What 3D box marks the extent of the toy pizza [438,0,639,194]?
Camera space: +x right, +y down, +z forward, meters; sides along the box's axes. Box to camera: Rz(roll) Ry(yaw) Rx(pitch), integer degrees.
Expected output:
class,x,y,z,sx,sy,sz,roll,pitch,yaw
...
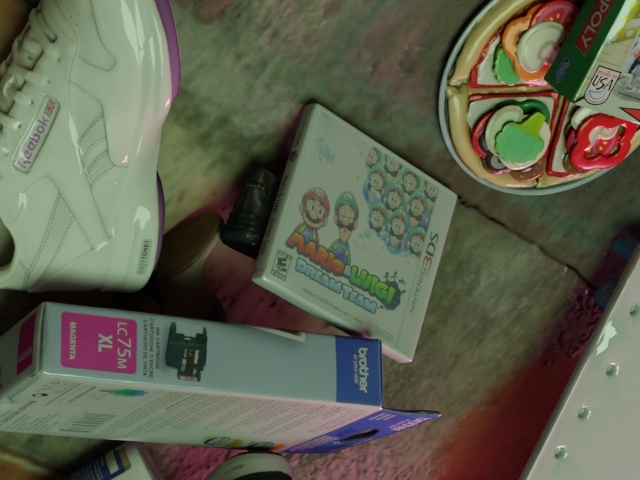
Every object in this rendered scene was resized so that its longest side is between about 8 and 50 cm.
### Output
class,x,y,z,sx,sy,sz,roll,pitch,yaw
toy pizza,0.187,-0.117,1.339,0.201,0.032,0.201,-10,126,-15

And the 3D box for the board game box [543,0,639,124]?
class,x,y,z,sx,sy,sz,roll,pitch,yaw
board game box,0.344,-0.169,1.333,0.317,0.046,0.213,12,114,-33

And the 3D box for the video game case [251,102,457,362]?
class,x,y,z,sx,sy,sz,roll,pitch,yaw
video game case,0.029,-0.004,1.309,0.157,0.019,0.143,30,67,-34

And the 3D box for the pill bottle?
class,x,y,z,sx,sy,sz,roll,pitch,yaw
pill bottle,-0.183,0.215,1.400,0.120,0.067,0.067,-30,128,0

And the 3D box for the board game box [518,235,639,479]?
class,x,y,z,sx,sy,sz,roll,pitch,yaw
board game box,0.326,0.223,1.557,0.390,0.050,0.390,21,98,-32

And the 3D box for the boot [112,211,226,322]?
class,x,y,z,sx,sy,sz,roll,pitch,yaw
boot,-0.099,0.039,1.335,0.118,0.042,0.087,-39,134,8

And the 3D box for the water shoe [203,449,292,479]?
class,x,y,z,sx,sy,sz,roll,pitch,yaw
water shoe,-0.088,0.247,1.423,0.073,0.080,0.203,11,138,-28

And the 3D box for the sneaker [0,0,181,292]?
class,x,y,z,sx,sy,sz,roll,pitch,yaw
sneaker,-0.175,-0.084,1.169,0.152,0.114,0.305,-6,124,-19

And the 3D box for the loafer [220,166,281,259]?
class,x,y,z,sx,sy,sz,roll,pitch,yaw
loafer,0.000,0.000,1.332,0.170,0.062,0.061,28,75,-46

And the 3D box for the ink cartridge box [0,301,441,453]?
class,x,y,z,sx,sy,sz,roll,pitch,yaw
ink cartridge box,-0.088,0.109,1.308,0.311,0.065,0.186,10,159,-25
